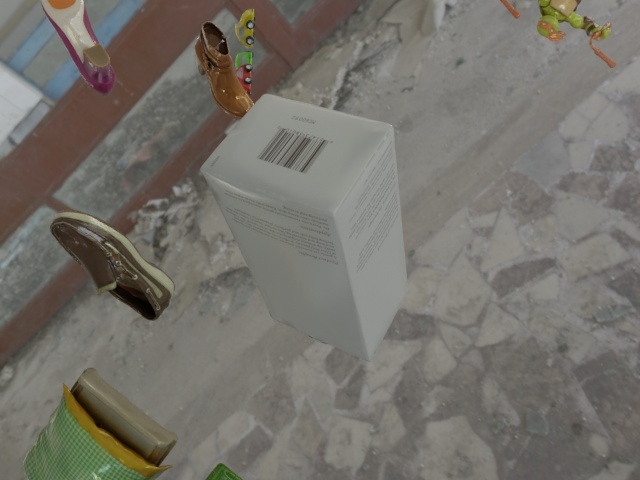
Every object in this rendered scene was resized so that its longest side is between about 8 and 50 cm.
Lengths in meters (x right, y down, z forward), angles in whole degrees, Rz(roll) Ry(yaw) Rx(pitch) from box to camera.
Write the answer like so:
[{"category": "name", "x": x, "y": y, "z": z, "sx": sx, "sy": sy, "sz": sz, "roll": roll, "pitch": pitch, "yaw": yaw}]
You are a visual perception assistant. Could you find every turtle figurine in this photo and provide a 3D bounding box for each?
[{"category": "turtle figurine", "x": 0.469, "y": -0.456, "z": 1.062, "sx": 0.217, "sy": 0.270, "sz": 0.087, "roll": -59, "pitch": 3, "yaw": 2}]

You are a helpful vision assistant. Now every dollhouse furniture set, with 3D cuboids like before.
[{"category": "dollhouse furniture set", "x": -0.241, "y": 0.323, "z": 0.664, "sx": 0.197, "sy": 0.302, "sz": 0.151, "roll": -54, "pitch": -3, "yaw": 18}]

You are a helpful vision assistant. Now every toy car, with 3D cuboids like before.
[{"category": "toy car", "x": -0.215, "y": -0.506, "z": 1.600, "sx": 0.225, "sy": 0.053, "sz": 0.238, "roll": -139, "pitch": 53, "yaw": -80}]

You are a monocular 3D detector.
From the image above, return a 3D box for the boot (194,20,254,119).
[{"category": "boot", "x": -0.207, "y": -0.367, "z": 1.247, "sx": 0.073, "sy": 0.197, "sz": 0.152, "roll": -42, "pitch": 1, "yaw": -21}]

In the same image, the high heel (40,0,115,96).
[{"category": "high heel", "x": -0.495, "y": -0.413, "z": 1.164, "sx": 0.082, "sy": 0.244, "sz": 0.117, "roll": -36, "pitch": -5, "yaw": -26}]

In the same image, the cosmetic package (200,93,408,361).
[{"category": "cosmetic package", "x": 0.000, "y": 0.000, "z": 0.802, "sx": 0.197, "sy": 0.365, "sz": 0.155, "roll": 20, "pitch": 61, "yaw": 24}]

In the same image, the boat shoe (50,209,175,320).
[{"category": "boat shoe", "x": -0.369, "y": 0.051, "z": 1.014, "sx": 0.095, "sy": 0.257, "sz": 0.095, "roll": -30, "pitch": 34, "yaw": 31}]
